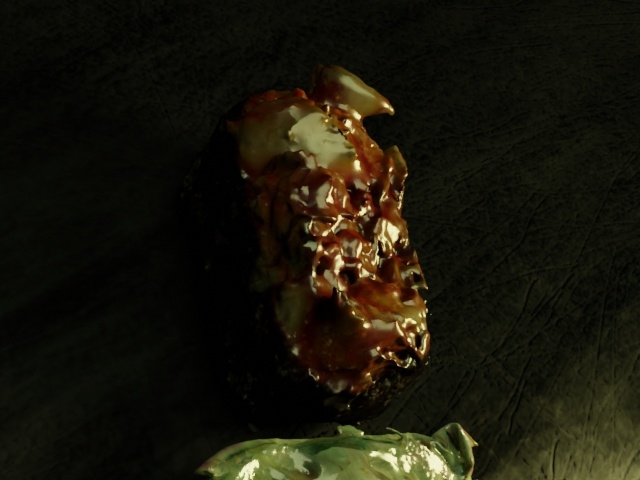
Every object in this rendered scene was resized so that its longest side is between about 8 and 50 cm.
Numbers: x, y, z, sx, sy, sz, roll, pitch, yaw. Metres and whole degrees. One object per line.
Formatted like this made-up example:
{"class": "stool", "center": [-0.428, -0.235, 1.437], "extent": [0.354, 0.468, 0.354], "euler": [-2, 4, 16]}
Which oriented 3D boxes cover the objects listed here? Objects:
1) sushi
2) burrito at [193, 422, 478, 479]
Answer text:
{"class": "sushi", "center": [0.000, 0.000, 1.232], "extent": [0.196, 0.182, 0.343], "euler": [11, 53, -37]}
{"class": "burrito", "center": [0.008, 0.208, 1.149], "extent": [0.309, 0.066, 0.096], "euler": [-2, 60, -33]}
